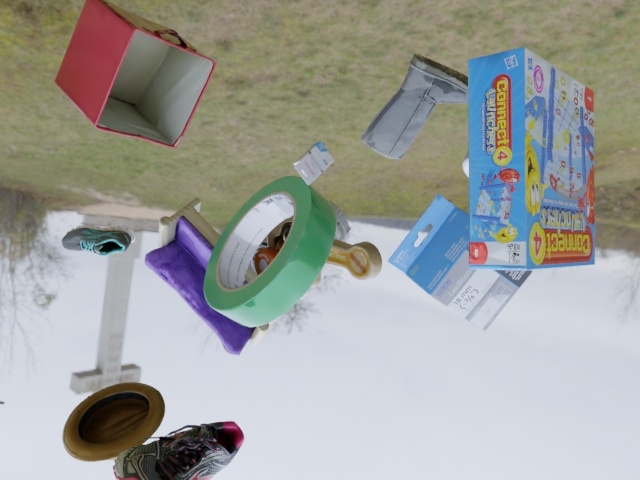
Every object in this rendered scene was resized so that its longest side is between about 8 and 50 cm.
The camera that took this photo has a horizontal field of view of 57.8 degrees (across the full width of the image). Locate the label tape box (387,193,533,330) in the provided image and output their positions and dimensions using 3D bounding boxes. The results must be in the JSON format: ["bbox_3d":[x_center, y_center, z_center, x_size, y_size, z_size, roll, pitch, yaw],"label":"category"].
[{"bbox_3d":[0.391,0.066,1.596,0.333,0.241,0.106,32,-171,-21],"label":"label tape box"}]

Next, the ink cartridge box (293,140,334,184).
[{"bbox_3d":[-0.018,-0.147,1.119,0.048,0.083,0.028,53,150,-18],"label":"ink cartridge box"}]

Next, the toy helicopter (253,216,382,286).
[{"bbox_3d":[0.000,0.000,1.331,0.140,0.235,0.354,-8,-163,-44],"label":"toy helicopter"}]

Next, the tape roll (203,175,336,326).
[{"bbox_3d":[-0.110,0.018,1.196,0.077,0.321,0.321,38,169,-32],"label":"tape roll"}]

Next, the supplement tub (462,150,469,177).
[{"bbox_3d":[0.387,-0.211,1.218,0.116,0.191,0.117,27,162,9],"label":"supplement tub"}]

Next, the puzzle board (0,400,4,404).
[{"bbox_3d":[-0.708,0.326,1.179,0.096,0.011,0.128,15,163,-36],"label":"puzzle board"}]

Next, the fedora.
[{"bbox_3d":[-0.393,0.365,1.126,0.194,0.079,0.194,-3,-144,2],"label":"fedora"}]

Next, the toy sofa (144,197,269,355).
[{"bbox_3d":[-0.252,0.093,1.398,0.362,0.177,0.150,46,152,6],"label":"toy sofa"}]

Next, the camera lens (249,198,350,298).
[{"bbox_3d":[-0.065,0.021,1.662,0.219,0.220,0.274,13,-139,29],"label":"camera lens"}]

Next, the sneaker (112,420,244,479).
[{"bbox_3d":[-0.233,0.364,0.976,0.121,0.112,0.299,54,-171,12],"label":"sneaker"}]

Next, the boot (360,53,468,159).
[{"bbox_3d":[0.206,-0.246,1.159,0.189,0.209,0.076,23,-149,-7],"label":"boot"}]

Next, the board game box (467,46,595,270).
[{"bbox_3d":[0.341,-0.108,0.909,0.086,0.302,0.308,-1,180,42],"label":"board game box"}]

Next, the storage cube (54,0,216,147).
[{"bbox_3d":[-0.349,-0.318,1.093,0.193,0.215,0.183,41,-160,33],"label":"storage cube"}]

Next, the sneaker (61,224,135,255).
[{"bbox_3d":[-0.520,0.004,1.347,0.166,0.065,0.076,-6,-150,-4],"label":"sneaker"}]
